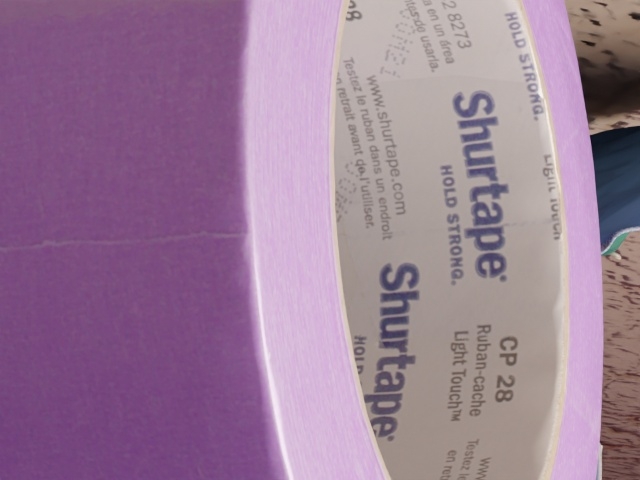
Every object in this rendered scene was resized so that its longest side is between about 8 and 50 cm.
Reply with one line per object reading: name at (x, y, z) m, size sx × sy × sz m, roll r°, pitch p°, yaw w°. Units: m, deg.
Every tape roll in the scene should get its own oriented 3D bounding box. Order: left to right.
tape roll at (0.000, 0.000, 0.543) m, size 0.090 × 0.275 × 0.275 m, roll -4°, pitch 163°, yaw 23°

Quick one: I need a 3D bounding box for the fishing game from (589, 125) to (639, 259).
fishing game at (0.100, -0.008, 0.756) m, size 0.264 × 0.041 × 0.189 m, roll -20°, pitch -168°, yaw 30°

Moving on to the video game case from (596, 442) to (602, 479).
video game case at (-0.028, 0.046, 0.850) m, size 0.269 × 0.061 × 0.244 m, roll 2°, pitch -155°, yaw -2°
